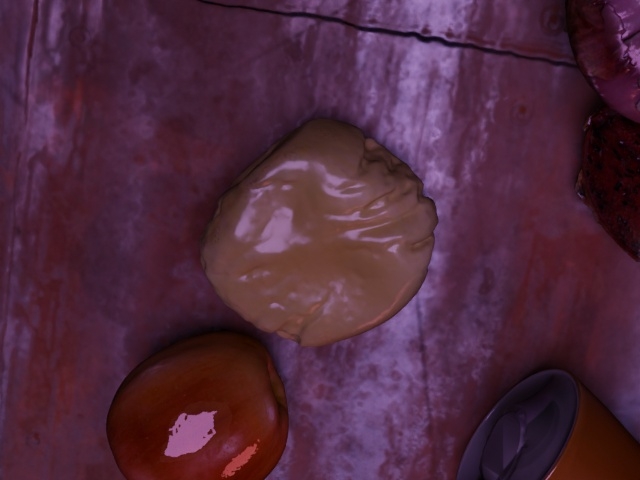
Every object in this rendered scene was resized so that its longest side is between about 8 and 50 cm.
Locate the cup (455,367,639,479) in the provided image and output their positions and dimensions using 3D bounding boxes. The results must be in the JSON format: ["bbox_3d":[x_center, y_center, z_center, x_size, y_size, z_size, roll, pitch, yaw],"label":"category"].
[{"bbox_3d":[0.269,0.280,1.122,0.264,0.226,0.182,37,137,-13],"label":"cup"}]

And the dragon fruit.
[{"bbox_3d":[0.344,-0.074,1.092,0.161,0.120,0.127,-21,61,-16],"label":"dragon fruit"}]

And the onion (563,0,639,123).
[{"bbox_3d":[0.310,-0.199,1.023,0.230,0.163,0.230,8,70,-21],"label":"onion"}]

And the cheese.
[{"bbox_3d":[0.000,0.000,1.111,0.214,0.117,0.226,40,109,-11],"label":"cheese"}]

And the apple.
[{"bbox_3d":[-0.119,0.182,1.135,0.199,0.199,0.199,1,105,3],"label":"apple"}]
